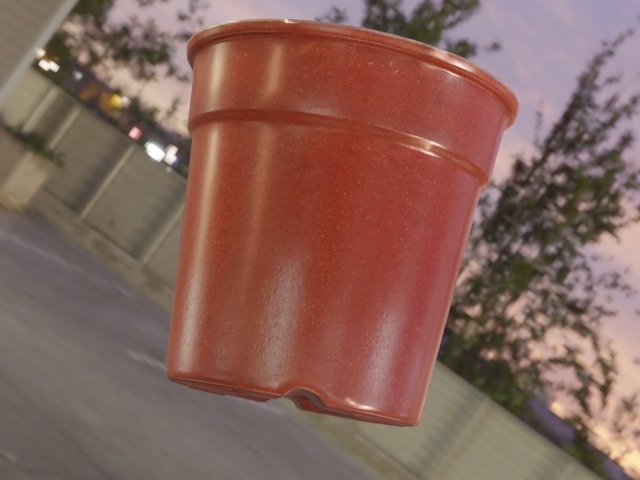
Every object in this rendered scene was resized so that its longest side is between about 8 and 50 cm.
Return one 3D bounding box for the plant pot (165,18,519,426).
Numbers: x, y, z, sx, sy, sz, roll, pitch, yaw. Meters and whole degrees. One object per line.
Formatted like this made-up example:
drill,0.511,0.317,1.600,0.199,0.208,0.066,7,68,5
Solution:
plant pot,0.000,0.000,0.963,0.272,0.265,0.272,11,-10,2
